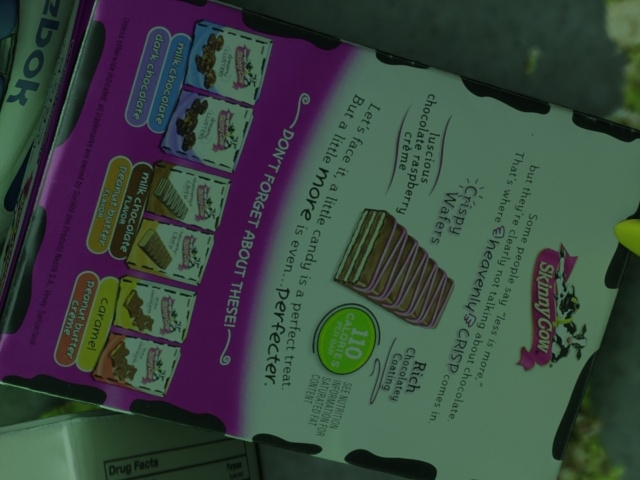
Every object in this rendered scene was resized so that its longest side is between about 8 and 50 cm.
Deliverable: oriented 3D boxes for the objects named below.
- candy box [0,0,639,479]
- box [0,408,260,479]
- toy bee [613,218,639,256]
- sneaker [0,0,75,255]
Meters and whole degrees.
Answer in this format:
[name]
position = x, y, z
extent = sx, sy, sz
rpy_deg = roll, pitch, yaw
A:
[candy box]
position = 0.000, 0.000, 0.664
extent = 0.233, 0.071, 0.159
rpy_deg = 16, 97, -16
[box]
position = -0.101, 0.193, 0.735
extent = 0.126, 0.148, 0.232
rpy_deg = -12, 83, 25
[toy bee]
position = 0.198, -0.004, 0.594
extent = 0.195, 0.162, 0.298
rpy_deg = -5, 87, 27
[sneaker]
position = -0.144, -0.055, 0.745
extent = 0.127, 0.182, 0.316
rpy_deg = 41, 134, 18
